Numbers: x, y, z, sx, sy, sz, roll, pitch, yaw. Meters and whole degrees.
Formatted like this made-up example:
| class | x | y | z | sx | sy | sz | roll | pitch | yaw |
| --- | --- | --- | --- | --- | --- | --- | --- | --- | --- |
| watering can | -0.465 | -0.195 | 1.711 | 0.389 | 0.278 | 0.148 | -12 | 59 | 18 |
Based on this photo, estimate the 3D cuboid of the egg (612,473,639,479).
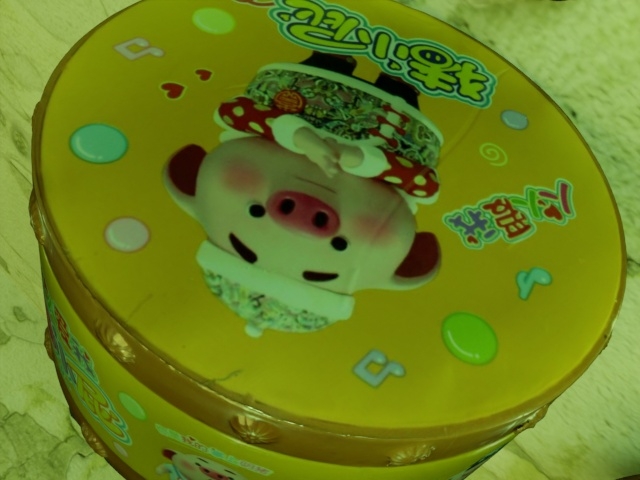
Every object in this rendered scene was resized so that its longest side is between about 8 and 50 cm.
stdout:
| class | x | y | z | sx | sy | sz | roll | pitch | yaw |
| --- | --- | --- | --- | --- | --- | --- | --- | --- | --- |
| egg | 0.359 | 0.367 | 0.574 | 0.351 | 0.282 | 0.283 | 38 | 143 | 11 |

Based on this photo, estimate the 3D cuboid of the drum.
| class | x | y | z | sx | sy | sz | roll | pitch | yaw |
| --- | --- | --- | --- | --- | --- | --- | --- | --- | --- |
| drum | 0.000 | 0.000 | 0.524 | 0.431 | 0.431 | 0.214 | 39 | 143 | 15 |
